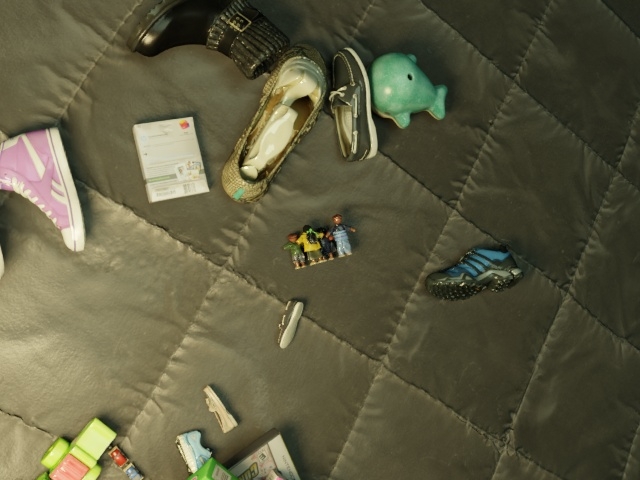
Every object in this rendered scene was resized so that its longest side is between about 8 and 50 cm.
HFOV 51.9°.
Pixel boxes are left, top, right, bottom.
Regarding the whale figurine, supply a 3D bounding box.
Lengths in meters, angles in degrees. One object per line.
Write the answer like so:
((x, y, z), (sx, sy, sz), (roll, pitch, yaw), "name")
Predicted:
((0.253, -0.421, 1.825), (0.271, 0.141, 0.217), (12, 80, -24), "whale figurine")

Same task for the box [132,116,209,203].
((-0.359, -0.193, 1.579), (0.145, 0.038, 0.186), (-14, 92, -26), "box")

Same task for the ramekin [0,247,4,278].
((-0.714, 0.011, 1.311), (0.109, 0.207, 0.207), (-18, 93, -34), "ramekin")

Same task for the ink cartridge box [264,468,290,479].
((-0.019, 0.719, 1.551), (0.371, 0.069, 0.176), (39, 79, -14), "ink cartridge box")

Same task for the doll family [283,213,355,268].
((0.000, 0.000, 1.713), (0.192, 0.076, 0.112), (-14, 87, -30), "doll family")

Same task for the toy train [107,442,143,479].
((-0.451, 0.487, 1.477), (0.027, 0.036, 0.158), (-41, 102, -22), "toy train")

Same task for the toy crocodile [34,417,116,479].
((-0.570, 0.522, 1.375), (0.340, 0.105, 0.115), (-45, 104, -16), "toy crocodile")

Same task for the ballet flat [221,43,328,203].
((-0.087, -0.310, 1.634), (0.164, 0.182, 0.483), (31, 73, -13), "ballet flat")

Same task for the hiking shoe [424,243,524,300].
((0.429, 0.090, 1.901), (0.303, 0.113, 0.132), (-5, 57, -19), "hiking shoe")

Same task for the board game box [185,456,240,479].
((-0.256, 0.650, 1.431), (0.242, 0.064, 0.316), (43, 108, -11), "board game box")

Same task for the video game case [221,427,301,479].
((-0.171, 0.620, 1.559), (0.274, 0.035, 0.248), (-31, 115, -24), "video game case")

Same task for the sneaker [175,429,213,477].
((-0.276, 0.521, 1.542), (0.073, 0.063, 0.162), (-24, 97, -29), "sneaker")

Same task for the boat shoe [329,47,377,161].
((0.075, -0.361, 1.753), (0.091, 0.114, 0.303), (-16, 92, -31), "boat shoe")

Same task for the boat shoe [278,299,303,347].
((-0.084, 0.211, 1.671), (0.046, 0.038, 0.125), (35, 73, -62), "boat shoe")

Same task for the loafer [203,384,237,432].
((-0.247, 0.407, 1.577), (0.039, 0.045, 0.125), (-37, 104, -16), "loafer")

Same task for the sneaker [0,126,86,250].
((-0.612, -0.096, 1.427), (0.161, 0.102, 0.282), (-17, 82, -22), "sneaker")

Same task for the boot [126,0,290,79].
((-0.261, -0.480, 1.587), (0.348, 0.131, 0.260), (-42, 98, -22), "boot")
